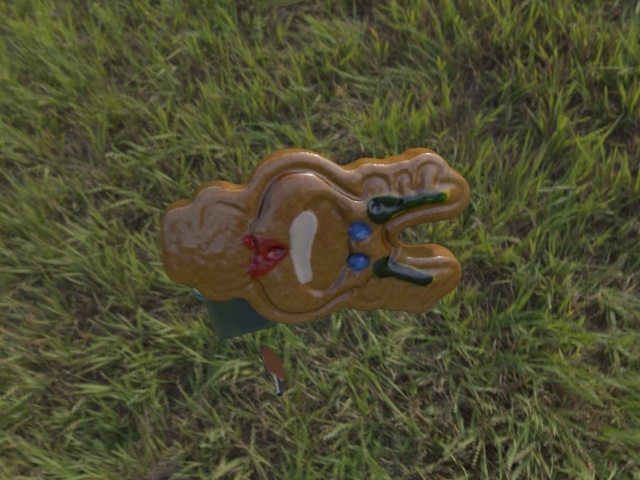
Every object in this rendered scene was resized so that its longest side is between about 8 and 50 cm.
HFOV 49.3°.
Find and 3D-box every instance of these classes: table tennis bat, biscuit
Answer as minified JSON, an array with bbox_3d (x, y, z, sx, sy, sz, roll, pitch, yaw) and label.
[{"bbox_3d":[-0.066,0.187,0.995,0.007,0.050,0.083,-36,40,14],"label":"table tennis bat"},{"bbox_3d":[0.000,0.000,0.746,0.334,0.201,0.047,-1,25,-11],"label":"biscuit"}]

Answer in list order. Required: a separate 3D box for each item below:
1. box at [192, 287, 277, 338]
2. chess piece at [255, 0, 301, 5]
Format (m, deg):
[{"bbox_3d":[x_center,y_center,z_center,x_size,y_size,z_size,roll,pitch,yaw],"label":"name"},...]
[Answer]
[{"bbox_3d":[-0.162,0.068,1.338,0.163,0.135,0.243,-14,37,-9],"label":"box"},{"bbox_3d":[-0.115,-0.281,0.584,0.167,0.300,0.166,4,95,49],"label":"chess piece"}]
